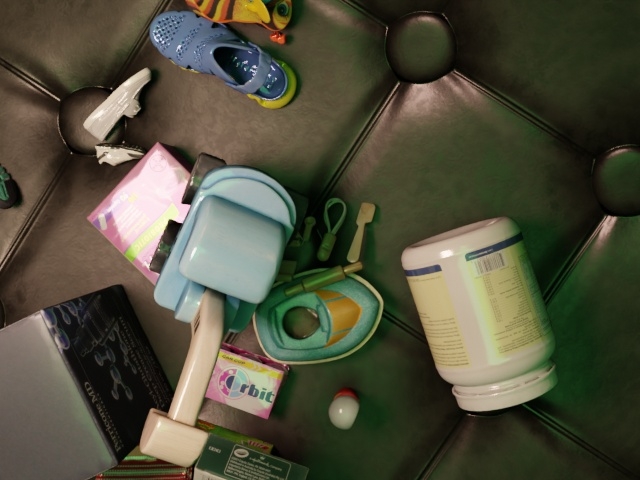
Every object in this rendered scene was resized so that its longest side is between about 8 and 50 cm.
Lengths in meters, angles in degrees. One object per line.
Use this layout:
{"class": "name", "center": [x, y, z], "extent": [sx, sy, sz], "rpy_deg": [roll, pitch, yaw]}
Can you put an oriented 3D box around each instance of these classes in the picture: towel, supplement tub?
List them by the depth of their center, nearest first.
{"class": "supplement tub", "center": [0.310, 0.137, 1.447], "extent": [0.236, 0.235, 0.324], "rpy_deg": [-18, 92, 5]}
{"class": "towel", "center": [-0.370, 0.548, 1.544], "extent": [0.199, 0.031, 0.274], "rpy_deg": [1, 63, -2]}

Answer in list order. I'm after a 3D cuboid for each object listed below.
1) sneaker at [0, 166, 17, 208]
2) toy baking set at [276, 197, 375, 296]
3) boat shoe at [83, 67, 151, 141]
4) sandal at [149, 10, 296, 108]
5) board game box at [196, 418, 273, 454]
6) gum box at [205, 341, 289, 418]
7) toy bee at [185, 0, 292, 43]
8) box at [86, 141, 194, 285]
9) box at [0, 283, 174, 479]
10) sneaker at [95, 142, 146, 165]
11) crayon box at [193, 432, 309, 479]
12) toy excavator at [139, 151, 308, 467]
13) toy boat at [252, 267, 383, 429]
{"class": "sneaker", "center": [-0.739, -0.135, 1.600], "extent": [0.223, 0.083, 0.098], "rpy_deg": [47, 116, 5]}
{"class": "toy baking set", "center": [0.000, 0.006, 1.517], "extent": [0.256, 0.030, 0.196], "rpy_deg": [-17, 57, 2]}
{"class": "boat shoe", "center": [-0.409, -0.280, 1.565], "extent": [0.184, 0.066, 0.063], "rpy_deg": [-43, 103, 3]}
{"class": "sandal", "center": [-0.198, -0.374, 1.507], "extent": [0.318, 0.138, 0.126], "rpy_deg": [24, 97, 4]}
{"class": "board game box", "center": [-0.195, 0.429, 1.571], "extent": [0.182, 0.092, 0.043], "rpy_deg": [19, 94, 3]}
{"class": "gum box", "center": [-0.167, 0.289, 1.576], "extent": [0.189, 0.062, 0.107], "rpy_deg": [19, 95, 3]}
{"class": "toy bee", "center": [-0.118, -0.462, 1.486], "extent": [0.299, 0.195, 0.162], "rpy_deg": [-8, 117, -6]}
{"class": "box", "center": [-0.304, -0.039, 1.541], "extent": [0.243, 0.117, 0.213], "rpy_deg": [45, 95, 0]}
{"class": "box", "center": [-0.471, 0.273, 1.431], "extent": [0.212, 0.395, 0.293], "rpy_deg": [-26, 91, 5]}
{"class": "sneaker", "center": [-0.418, -0.179, 1.586], "extent": [0.109, 0.040, 0.043], "rpy_deg": [6, 110, 7]}
{"class": "crayon box", "center": [-0.153, 0.519, 1.515], "extent": [0.203, 0.083, 0.322], "rpy_deg": [19, 139, 2]}
{"class": "toy excavator", "center": [-0.182, 0.094, 1.268], "extent": [0.223, 0.445, 0.432], "rpy_deg": [24, 100, -13]}
{"class": "toy boat", "center": [0.015, 0.215, 1.517], "extent": [0.268, 0.148, 0.318], "rpy_deg": [-18, 91, 5]}
